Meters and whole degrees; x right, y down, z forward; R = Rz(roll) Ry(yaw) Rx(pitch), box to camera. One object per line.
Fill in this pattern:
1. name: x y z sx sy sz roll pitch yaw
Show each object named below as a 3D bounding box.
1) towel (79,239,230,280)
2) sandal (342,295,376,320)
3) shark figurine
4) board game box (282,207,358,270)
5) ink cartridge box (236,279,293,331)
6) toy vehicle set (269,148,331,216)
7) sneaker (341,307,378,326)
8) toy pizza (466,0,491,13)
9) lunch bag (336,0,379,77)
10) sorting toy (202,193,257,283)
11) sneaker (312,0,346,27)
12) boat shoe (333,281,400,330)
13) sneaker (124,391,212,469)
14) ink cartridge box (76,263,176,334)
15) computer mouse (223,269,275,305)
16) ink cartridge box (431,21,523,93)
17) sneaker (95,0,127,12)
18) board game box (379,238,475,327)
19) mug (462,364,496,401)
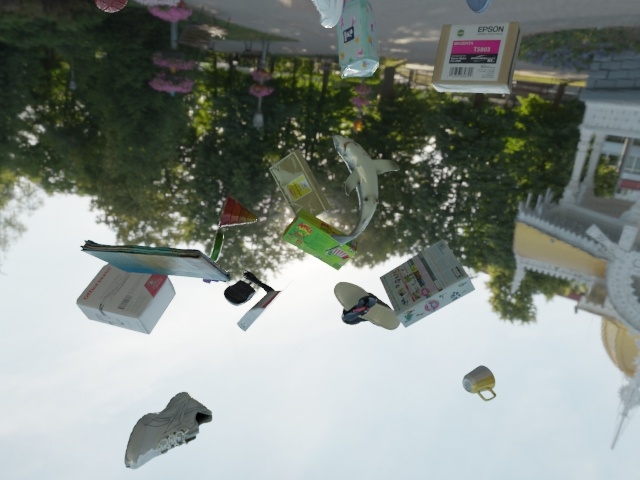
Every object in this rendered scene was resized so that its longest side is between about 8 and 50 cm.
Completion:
1. towel: -0.489 0.064 1.448 0.370 0.040 0.271 4 163 10
2. sandal: 0.153 0.269 1.815 0.067 0.179 0.040 24 -140 -25
3. shark figurine: 0.093 -0.106 1.161 0.166 0.278 0.116 4 180 -16
4. board game box: 0.000 0.000 1.259 0.181 0.092 0.043 30 -143 -15
5. ink cartridge box: -0.210 0.232 1.822 0.056 0.225 0.181 41 -157 3
6. toy vehicle set: -0.084 -0.210 1.894 0.166 0.267 0.035 -24 -173 42
7. sneaker: 0.231 0.337 2.231 0.267 0.101 0.106 3 -148 2
8. toy pizza: 0.431 -0.716 1.260 0.032 0.201 0.201 -10 -161 -4
9. lunch bag: 0.142 -0.752 1.781 0.160 0.223 0.262 -3 -174 0
10. sorting toy: -0.328 0.013 1.724 0.126 0.366 0.127 15 -154 -15
11. sneaker: 0.005 -0.726 1.340 0.152 0.114 0.305 1 168 -5
12. boat shoe: 0.189 0.268 1.997 0.324 0.117 0.097 30 -177 -10
13. sneaker: -0.418 0.528 1.322 0.129 0.111 0.297 13 -160 20
14. ink cartridge box: -0.730 0.216 1.791 0.283 0.117 0.207 10 -131 16
15. computer mouse: -0.291 0.232 1.949 0.184 0.060 0.262 33 -157 2
16. ink cartridge box: 0.482 -0.564 1.470 0.234 0.193 0.088 12 -176 30
17. sneaker: -0.643 -0.832 1.496 0.087 0.128 0.221 14 156 -42
18. board game box: 0.405 0.165 1.838 0.303 0.097 0.224 -31 -141 11
19. mug: 0.385 0.346 1.151 0.064 0.062 0.078 -11 -164 -28
